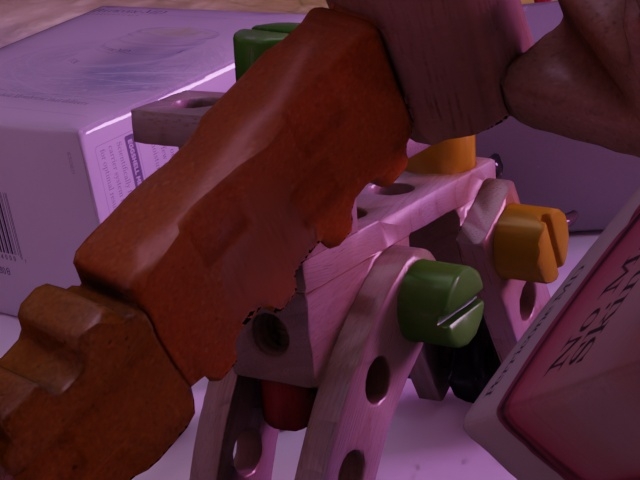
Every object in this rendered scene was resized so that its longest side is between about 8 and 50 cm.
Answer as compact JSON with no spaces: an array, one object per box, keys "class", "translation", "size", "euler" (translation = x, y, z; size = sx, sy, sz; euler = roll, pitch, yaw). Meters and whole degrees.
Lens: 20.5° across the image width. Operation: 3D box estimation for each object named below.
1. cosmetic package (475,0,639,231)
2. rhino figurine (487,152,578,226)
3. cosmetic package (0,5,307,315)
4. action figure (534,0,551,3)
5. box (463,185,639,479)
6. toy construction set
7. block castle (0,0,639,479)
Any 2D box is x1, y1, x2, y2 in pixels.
[{"class":"cosmetic package","translation":[0.140,-0.076,1.079],"size":[0.238,0.127,0.107],"euler":[-4,22,22]},{"class":"rhino figurine","translation":[0.027,0.000,1.015],"size":[0.243,0.073,0.106],"euler":[-9,24,1]},{"class":"cosmetic package","translation":[-0.134,-0.057,1.152],"size":[0.224,0.138,0.224],"euler":[9,27,41]},{"class":"action figure","translation":[0.094,-0.145,1.273],"size":[0.280,0.139,0.091],"euler":[-2,24,16]},{"class":"box","translation":[0.163,0.036,0.583],"size":[0.149,0.127,0.232],"euler":[-50,2,-16]},{"class":"toy construction set","translation":[0.000,0.000,0.797],"size":[0.257,0.237,0.309],"euler":[-22,23,-27]},{"class":"block castle","translation":[0.084,0.006,0.310],"size":[0.453,0.213,0.303],"euler":[21,60,38]}]
